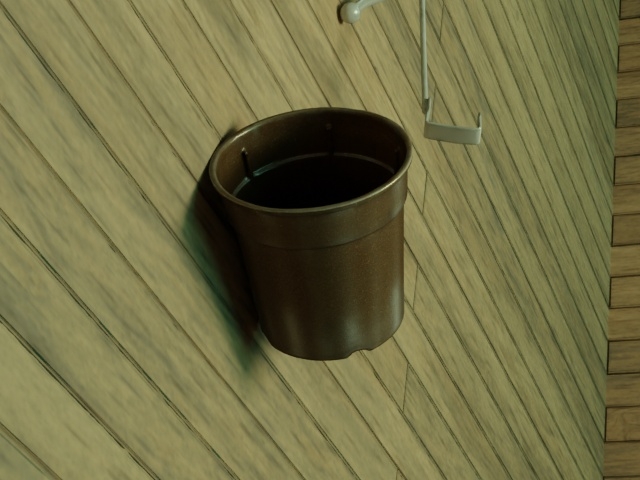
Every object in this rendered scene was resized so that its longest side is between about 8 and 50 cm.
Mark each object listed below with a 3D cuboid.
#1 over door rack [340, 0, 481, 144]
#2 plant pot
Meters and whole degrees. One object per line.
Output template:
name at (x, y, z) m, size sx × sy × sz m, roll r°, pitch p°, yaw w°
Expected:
over door rack at (0.078, -0.281, 1.705) m, size 0.239 × 0.108 × 0.324 m, roll 89°, pitch -9°, yaw -45°
plant pot at (0.000, 0.000, 1.493) m, size 0.167 × 0.167 × 0.165 m, roll -66°, pitch 155°, yaw -53°
